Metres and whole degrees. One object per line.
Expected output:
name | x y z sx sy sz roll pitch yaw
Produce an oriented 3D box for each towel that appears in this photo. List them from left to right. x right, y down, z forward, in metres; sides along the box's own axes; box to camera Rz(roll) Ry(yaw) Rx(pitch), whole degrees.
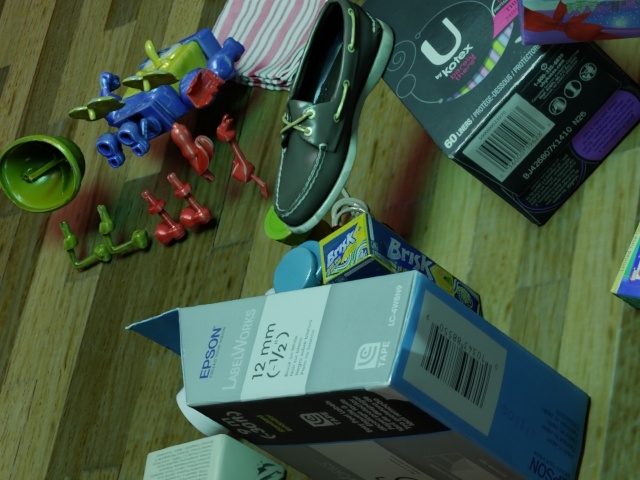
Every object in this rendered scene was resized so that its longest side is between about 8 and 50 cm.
towel | -0.065 -0.247 2.288 0.197 0.029 0.144 15 74 50

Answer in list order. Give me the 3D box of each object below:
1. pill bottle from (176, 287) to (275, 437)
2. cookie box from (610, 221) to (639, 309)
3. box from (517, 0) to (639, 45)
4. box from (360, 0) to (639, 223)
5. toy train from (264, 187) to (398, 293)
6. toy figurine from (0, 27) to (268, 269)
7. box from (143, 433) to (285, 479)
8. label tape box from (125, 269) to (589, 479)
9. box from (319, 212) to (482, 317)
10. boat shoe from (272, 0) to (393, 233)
pill bottle | -0.069 0.125 1.975 0.152 0.086 0.086 -45 39 14
cookie box | 0.312 0.019 1.688 0.107 0.040 0.092 9 71 50
box | 0.310 -0.259 1.660 0.293 0.201 0.057 -4 53 3
box | 0.163 -0.170 1.899 0.165 0.143 0.270 -48 38 10
toy train | 0.000 0.000 1.946 0.105 0.143 0.248 -39 41 19
toy figurine | -0.176 -0.135 2.256 0.362 0.191 0.217 -23 25 43
box | -0.117 0.329 1.870 0.113 0.094 0.275 -17 52 39
label tape box | 0.019 0.144 1.735 0.347 0.249 0.115 -12 55 41
box | 0.075 0.044 1.814 0.059 0.169 0.054 -32 43 27
boat shoe | -0.003 -0.120 1.874 0.081 0.068 0.228 1 65 47
